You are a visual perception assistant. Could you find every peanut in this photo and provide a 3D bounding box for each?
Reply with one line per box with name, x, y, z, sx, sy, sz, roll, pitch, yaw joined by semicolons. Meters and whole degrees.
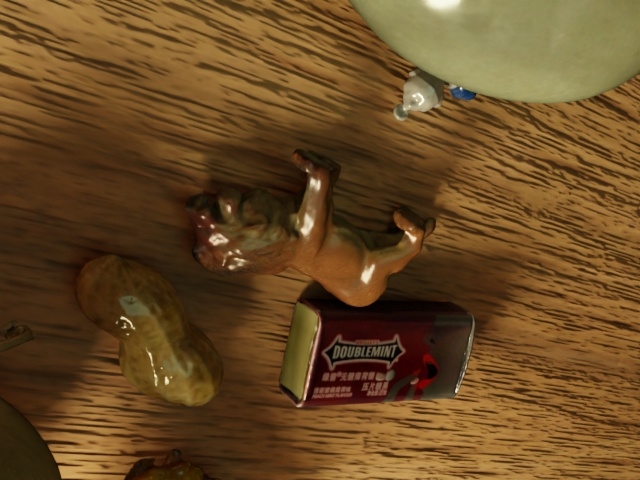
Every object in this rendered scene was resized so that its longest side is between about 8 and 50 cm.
peanut;-0.163;0.089;0.790;0.089;0.089;0.193;-37;119;-15

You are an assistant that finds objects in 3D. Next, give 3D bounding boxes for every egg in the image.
egg;0.170;-0.260;0.741;0.352;0.258;0.258;23;95;-22

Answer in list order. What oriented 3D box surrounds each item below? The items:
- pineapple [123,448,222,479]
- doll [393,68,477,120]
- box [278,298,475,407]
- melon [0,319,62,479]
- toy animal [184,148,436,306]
pineapple;-0.174;0.310;0.845;0.158;0.161;0.334;-23;147;23
doll;0.157;-0.207;0.894;0.227;0.057;0.114;-39;109;-18
box;0.068;0.129;0.956;0.224;0.069;0.120;6;105;-32
melon;-0.329;0.248;0.639;0.271;0.272;0.308;-11;119;-28
toy animal;0.000;0.000;0.861;0.312;0.097;0.157;28;104;-38
